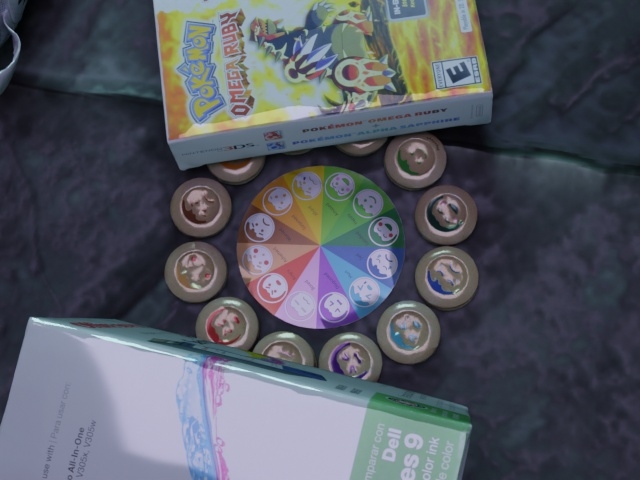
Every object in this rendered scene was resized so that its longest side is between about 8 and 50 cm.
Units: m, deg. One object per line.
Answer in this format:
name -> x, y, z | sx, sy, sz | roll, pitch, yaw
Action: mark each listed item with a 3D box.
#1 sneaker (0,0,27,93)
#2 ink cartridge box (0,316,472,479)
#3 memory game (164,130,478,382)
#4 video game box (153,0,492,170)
sneaker -> -0.325, -0.192, 0.765 | 0.366, 0.137, 0.210 | 8, 73, 3
ink cartridge box -> -0.036, 0.104, 0.652 | 0.212, 0.154, 0.093 | 12, 87, 8
memory game -> 0.000, 0.000, 0.756 | 0.186, 0.012, 0.186 | -1, 75, 4
video game box -> -0.007, -0.155, 0.775 | 0.187, 0.048, 0.205 | -10, 70, 4
